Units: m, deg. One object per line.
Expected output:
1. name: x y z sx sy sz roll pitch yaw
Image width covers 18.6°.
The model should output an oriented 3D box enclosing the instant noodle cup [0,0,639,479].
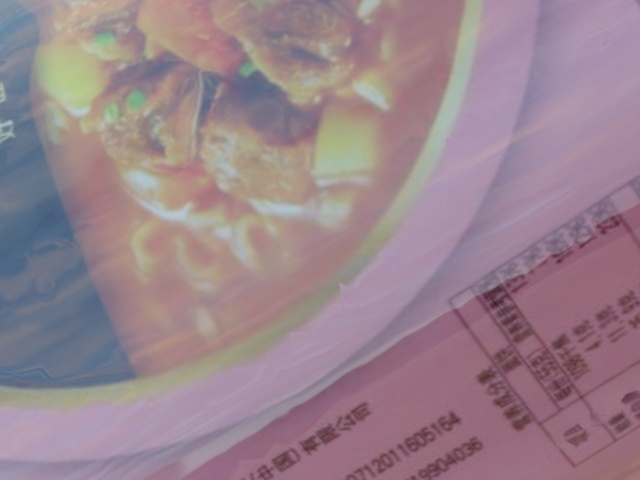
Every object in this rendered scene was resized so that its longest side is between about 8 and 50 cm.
1. instant noodle cup: 0.000 0.000 0.470 0.255 0.244 0.244 -31 43 13
